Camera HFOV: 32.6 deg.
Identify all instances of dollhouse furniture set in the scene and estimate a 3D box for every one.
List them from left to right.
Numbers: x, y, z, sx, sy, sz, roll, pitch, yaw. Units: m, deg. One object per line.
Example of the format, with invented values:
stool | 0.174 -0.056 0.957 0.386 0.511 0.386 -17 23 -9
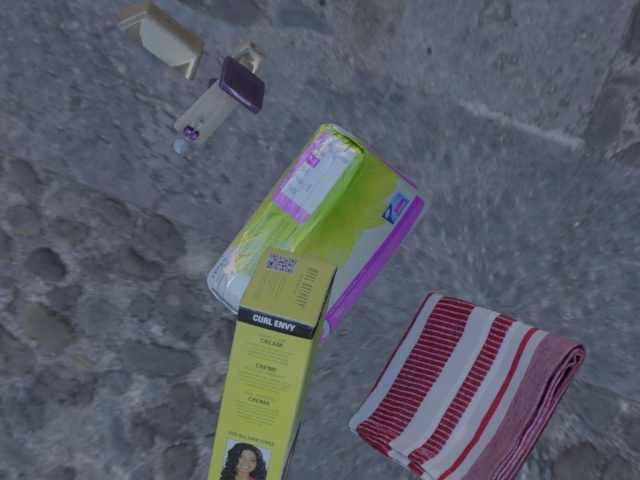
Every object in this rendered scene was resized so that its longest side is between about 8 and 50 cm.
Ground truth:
dollhouse furniture set | -0.109 -0.124 0.801 0.114 0.091 0.081 35 120 -23

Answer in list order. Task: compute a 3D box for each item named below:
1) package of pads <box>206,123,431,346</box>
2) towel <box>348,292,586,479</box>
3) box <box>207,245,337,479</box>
package of pads | 0.000 0.000 1.564 0.101 0.229 0.296 40 95 36
towel | 0.173 0.194 1.406 0.037 0.329 0.237 36 83 -27
box | -0.042 0.126 0.827 0.058 0.087 0.232 15 122 4
